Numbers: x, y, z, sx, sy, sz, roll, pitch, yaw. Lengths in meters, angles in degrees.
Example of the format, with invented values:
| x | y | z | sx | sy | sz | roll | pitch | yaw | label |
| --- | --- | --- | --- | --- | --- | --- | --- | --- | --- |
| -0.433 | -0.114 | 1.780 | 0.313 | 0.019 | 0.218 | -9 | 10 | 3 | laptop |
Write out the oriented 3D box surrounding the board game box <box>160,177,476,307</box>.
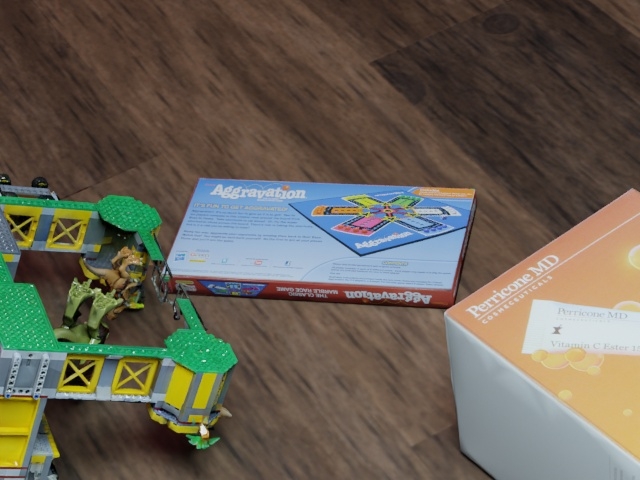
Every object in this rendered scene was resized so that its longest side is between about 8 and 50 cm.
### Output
| x | y | z | sx | sy | sz | roll | pitch | yaw | label |
| --- | --- | --- | --- | --- | --- | --- | --- | --- | --- |
| 0.000 | 0.000 | 1.718 | 0.281 | 0.027 | 0.145 | 3 | 44 | 15 | board game box |

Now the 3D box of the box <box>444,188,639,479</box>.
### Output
| x | y | z | sx | sy | sz | roll | pitch | yaw | label |
| --- | --- | --- | --- | --- | --- | --- | --- | --- | --- |
| 0.290 | 0.145 | 1.388 | 0.215 | 0.168 | 0.345 | -32 | 45 | -23 | box |

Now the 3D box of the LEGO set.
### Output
| x | y | z | sx | sy | sz | roll | pitch | yaw | label |
| --- | --- | --- | --- | --- | --- | --- | --- | --- | --- |
| -0.229 | 0.107 | 1.573 | 0.255 | 0.192 | 0.331 | -1 | 33 | -34 | LEGO set |
